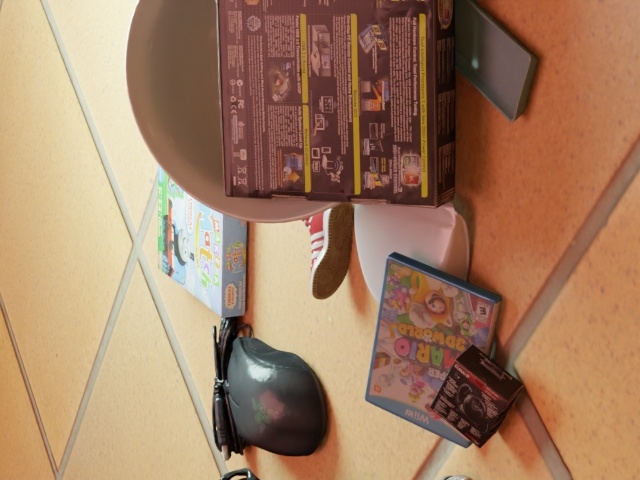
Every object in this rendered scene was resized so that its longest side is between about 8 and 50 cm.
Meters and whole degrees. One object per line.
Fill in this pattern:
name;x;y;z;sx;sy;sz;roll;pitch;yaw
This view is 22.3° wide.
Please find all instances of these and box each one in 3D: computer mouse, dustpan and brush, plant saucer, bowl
computer mouse;-0.081;0.191;1.938;0.272;0.072;0.188;9;104;63
dustpan and brush;0.091;0.052;1.591;0.147;0.060;0.211;20;108;47
plant saucer;0.138;-0.182;1.467;0.192;0.018;0.067;53;141;46
bowl;-0.034;-0.172;1.620;0.298;0.134;0.298;5;103;22

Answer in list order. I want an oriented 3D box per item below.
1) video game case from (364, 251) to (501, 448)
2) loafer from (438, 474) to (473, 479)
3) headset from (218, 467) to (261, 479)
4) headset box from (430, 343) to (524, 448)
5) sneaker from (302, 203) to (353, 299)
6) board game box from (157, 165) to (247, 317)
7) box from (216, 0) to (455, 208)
video game case;0.104;0.105;1.544;0.119;0.015;0.166;23;122;26
loafer;0.138;0.287;1.559;0.039;0.045;0.125;-21;75;56
headset;-0.086;0.483;1.960;0.394;0.185;0.243;66;170;-3
headset box;0.144;0.141;1.492;0.062;0.032;0.083;38;136;17
sneaker;0.000;0.000;1.759;0.067;0.042;0.118;36;120;51
board game box;-0.152;-0.011;2.065;0.211;0.039;0.160;30;122;57
box;0.014;-0.170;1.495;0.216;0.060;0.270;3;103;22
